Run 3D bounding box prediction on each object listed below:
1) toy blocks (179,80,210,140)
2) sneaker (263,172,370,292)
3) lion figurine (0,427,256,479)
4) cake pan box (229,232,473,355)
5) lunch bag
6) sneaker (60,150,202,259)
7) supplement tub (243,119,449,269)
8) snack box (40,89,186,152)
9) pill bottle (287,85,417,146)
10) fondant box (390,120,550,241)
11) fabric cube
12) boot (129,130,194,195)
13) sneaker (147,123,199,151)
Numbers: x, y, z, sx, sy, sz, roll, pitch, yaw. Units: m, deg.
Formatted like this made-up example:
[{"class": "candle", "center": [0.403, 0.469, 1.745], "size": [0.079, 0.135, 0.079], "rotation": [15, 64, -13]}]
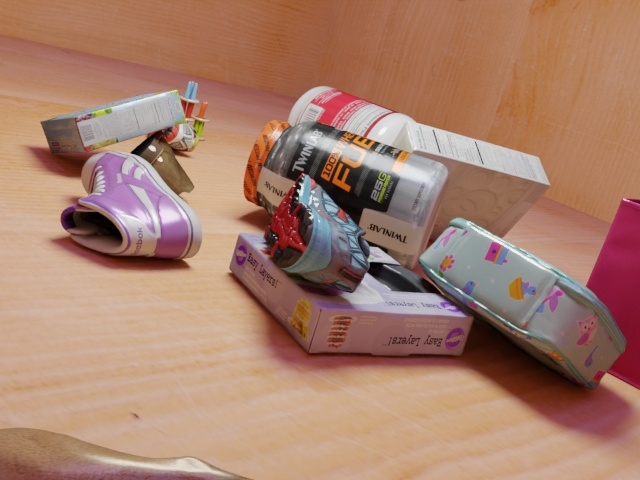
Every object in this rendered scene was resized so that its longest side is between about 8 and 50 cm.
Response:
[{"class": "toy blocks", "center": [-0.329, -0.339, 1.878], "size": [0.054, 0.148, 0.123], "rotation": [24, 17, 21]}, {"class": "sneaker", "center": [0.000, 0.000, 0.950], "size": [0.125, 0.104, 0.262], "rotation": [31, 16, -16]}, {"class": "lion figurine", "center": [-0.208, 0.160, 0.342], "size": [0.240, 0.142, 0.392], "rotation": [16, -1, 24]}, {"class": "cake pan box", "center": [0.042, 0.073, 0.993], "size": [0.267, 0.070, 0.246], "rotation": [7, 20, -32]}, {"class": "lunch bag", "center": [0.284, 0.087, 1.024], "size": [0.279, 0.107, 0.224], "rotation": [36, -1, 44]}, {"class": "sneaker", "center": [-0.307, -0.061, 1.022], "size": [0.161, 0.102, 0.282], "rotation": [-3, 25, -45]}, {"class": "supplement tub", "center": [0.045, -0.091, 1.306], "size": [0.338, 0.207, 0.207], "rotation": [20, 15, 11]}, {"class": "snack box", "center": [-0.384, -0.220, 1.334], "size": [0.207, 0.070, 0.175], "rotation": [-26, 21, -34]}, {"class": "pill bottle", "center": [0.119, -0.247, 1.894], "size": [0.408, 0.228, 0.229], "rotation": [29, 19, 37]}, {"class": "fondant box", "center": [0.279, -0.105, 1.539], "size": [0.331, 0.238, 0.096], "rotation": [12, 47, -20]}, {"class": "fabric cube", "center": [0.582, 0.098, 1.135], "size": [0.254, 0.258, 0.259], "rotation": [27, 18, 35]}, {"class": "boot", "center": [-0.302, -0.129, 1.329], "size": [0.115, 0.112, 0.305], "rotation": [45, 1, -20]}, {"class": "sneaker", "center": [-0.353, -0.257, 1.727], "size": [0.093, 0.088, 0.225], "rotation": [33, 7, -29]}]
